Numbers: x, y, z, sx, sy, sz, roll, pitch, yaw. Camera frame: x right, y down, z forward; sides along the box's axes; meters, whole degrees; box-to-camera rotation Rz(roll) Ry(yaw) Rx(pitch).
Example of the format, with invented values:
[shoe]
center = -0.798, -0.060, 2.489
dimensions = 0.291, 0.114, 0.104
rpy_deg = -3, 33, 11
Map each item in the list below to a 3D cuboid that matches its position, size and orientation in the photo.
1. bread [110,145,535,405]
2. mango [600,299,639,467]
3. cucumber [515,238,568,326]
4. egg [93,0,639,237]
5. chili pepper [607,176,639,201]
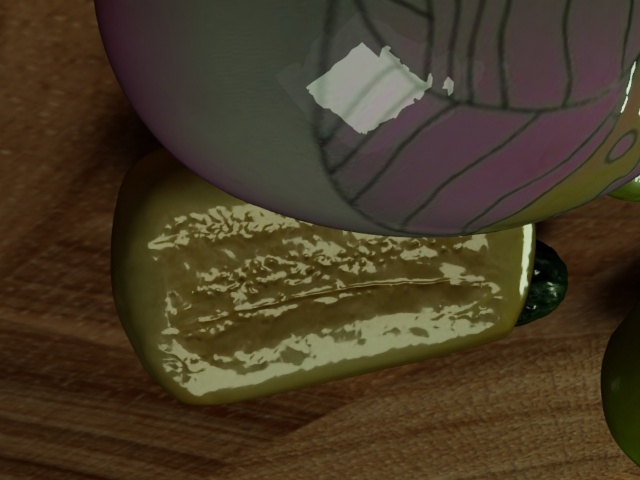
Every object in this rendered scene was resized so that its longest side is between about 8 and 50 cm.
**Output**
[bread]
center = 0.000, 0.000, 0.967
dimensions = 0.217, 0.147, 0.098
rpy_deg = -8, -165, -6
[mango]
center = 0.313, 0.076, 1.200
dimensions = 0.273, 0.149, 0.185
rpy_deg = -19, 151, 6
[cucumber]
center = 0.034, 0.021, 1.078
dimensions = 0.241, 0.074, 0.074
rpy_deg = -1, 152, -20
[egg]
center = 0.044, -0.092, 0.720
dimensions = 0.271, 0.196, 0.196
rpy_deg = 19, 142, -29
[chili pepper]
center = 0.140, -0.065, 0.980
dimensions = 0.049, 0.043, 0.208
rpy_deg = -7, 155, 22
